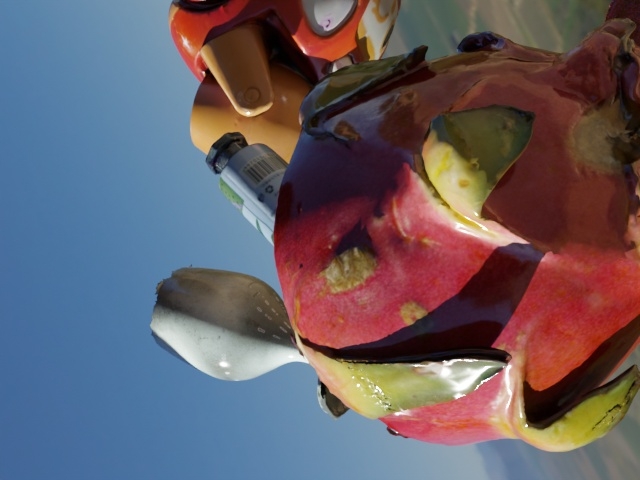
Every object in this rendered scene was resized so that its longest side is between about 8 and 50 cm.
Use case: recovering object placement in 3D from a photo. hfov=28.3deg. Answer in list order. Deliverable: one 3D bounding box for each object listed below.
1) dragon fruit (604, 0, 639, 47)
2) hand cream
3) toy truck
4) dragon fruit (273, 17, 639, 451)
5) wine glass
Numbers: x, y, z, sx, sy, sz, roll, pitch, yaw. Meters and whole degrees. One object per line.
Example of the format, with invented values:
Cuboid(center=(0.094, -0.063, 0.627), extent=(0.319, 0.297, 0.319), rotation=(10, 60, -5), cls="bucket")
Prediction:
Cuboid(center=(0.409, -0.233, 1.589), extent=(0.207, 0.150, 0.133), rotation=(100, 159, -48), cls="dragon fruit")
Cuboid(center=(0.000, 0.000, 1.070), extent=(0.271, 0.091, 0.058), rotation=(42, 137, 28), cls="hand cream")
Cuboid(center=(-0.024, -0.194, 1.279), extent=(0.189, 0.265, 0.239), rotation=(57, -170, -72), cls="toy truck")
Cuboid(center=(0.139, -0.015, 0.865), extent=(0.305, 0.226, 0.305), rotation=(16, -116, -37), cls="dragon fruit")
Cuboid(center=(-0.067, 0.106, 1.411), extent=(0.241, 0.126, 0.126), rotation=(17, 158, 27), cls="wine glass")
